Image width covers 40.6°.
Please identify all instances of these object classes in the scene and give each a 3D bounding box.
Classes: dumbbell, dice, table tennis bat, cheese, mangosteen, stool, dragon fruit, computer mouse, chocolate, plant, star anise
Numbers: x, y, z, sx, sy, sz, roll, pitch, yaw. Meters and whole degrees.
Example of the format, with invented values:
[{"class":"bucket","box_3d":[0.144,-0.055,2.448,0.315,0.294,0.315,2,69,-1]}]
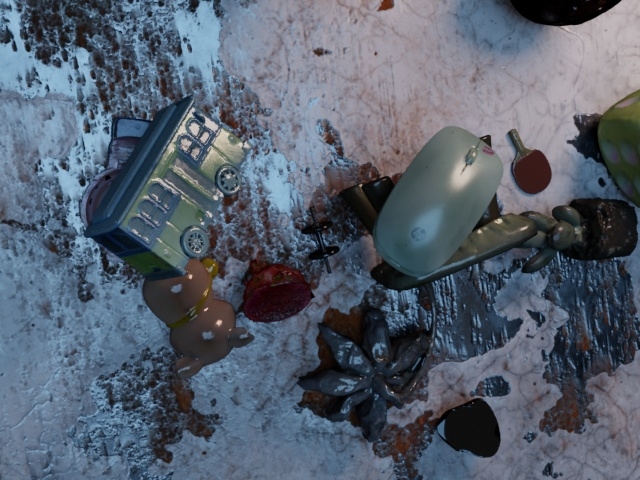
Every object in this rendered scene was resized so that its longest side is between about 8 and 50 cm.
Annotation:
[{"class":"dumbbell","box_3d":[0.000,0.000,1.801,0.069,0.069,0.147,-18,100,-10]},{"class":"dice","box_3d":[0.778,-0.210,1.864,0.250,0.252,0.254,-30,101,-7]},{"class":"table tennis bat","box_3d":[0.457,-0.176,1.918,0.087,0.013,0.156,-32,104,-5]},{"class":"cheese","box_3d":[-0.374,-0.098,1.702,0.189,0.074,0.286,6,91,-15]},{"class":"mangosteen","box_3d":[0.505,-0.580,1.770,0.233,0.287,0.287,30,89,-24]},{"class":"stool","box_3d":[0.228,-0.054,1.732,0.310,0.310,0.226,-22,95,-9]},{"class":"dragon fruit","box_3d":[-0.095,0.087,1.782,0.153,0.153,0.111,-10,58,-12]},{"class":"computer mouse","box_3d":[0.210,-0.071,1.538,0.159,0.097,0.288,37,83,0]},{"class":"chocolate","box_3d":[0.323,0.406,1.921,0.149,0.080,0.125,16,81,-7]},{"class":"plant","box_3d":[0.546,-0.018,1.891,0.275,0.149,0.146,-9,83,-15]},{"class":"star anise","box_3d":[0.111,0.260,1.823,0.316,0.139,0.359,-7,98,-19]}]

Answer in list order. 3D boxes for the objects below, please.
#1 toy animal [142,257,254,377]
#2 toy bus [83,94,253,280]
[{"class":"toy animal","box_3d":[-0.258,0.130,1.725,0.165,0.149,0.248,-32,91,8]},{"class":"toy bus","box_3d":[-0.278,-0.095,1.621,0.190,0.152,0.312,39,62,-26]}]
